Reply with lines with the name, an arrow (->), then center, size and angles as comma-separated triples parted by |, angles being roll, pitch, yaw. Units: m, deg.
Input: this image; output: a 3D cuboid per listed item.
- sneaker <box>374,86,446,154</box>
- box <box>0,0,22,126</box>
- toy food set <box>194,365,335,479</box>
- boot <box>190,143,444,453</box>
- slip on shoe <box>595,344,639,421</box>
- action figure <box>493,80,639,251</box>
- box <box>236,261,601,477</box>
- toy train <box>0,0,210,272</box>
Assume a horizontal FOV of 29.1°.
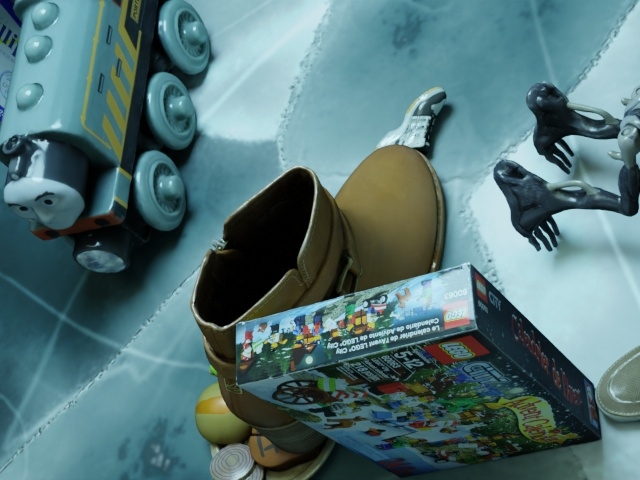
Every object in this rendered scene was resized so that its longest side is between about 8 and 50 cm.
sneaker -> 0.085, -0.091, 1.046 | 0.037, 0.032, 0.083 | 41, 95, 27
box -> -0.374, -0.198, 1.329 | 0.072, 0.126, 0.137 | -6, 62, 31
toy food set -> -0.045, 0.144, 0.985 | 0.132, 0.038, 0.192 | -12, 59, 27
boot -> 0.000, 0.000, 0.902 | 0.109, 0.220, 0.283 | 22, 68, 25
slip on shoe -> 0.247, 0.080, 0.835 | 0.135, 0.041, 0.051 | -24, 54, 19
action figure -> 0.264, -0.068, 0.849 | 0.276, 0.141, 0.164 | -9, 57, 46
box -> 0.072, 0.095, 0.811 | 0.159, 0.233, 0.044 | -16, 60, 25
toy train -> -0.211, -0.140, 1.151 | 0.142, 0.190, 0.334 | -11, 59, 28
